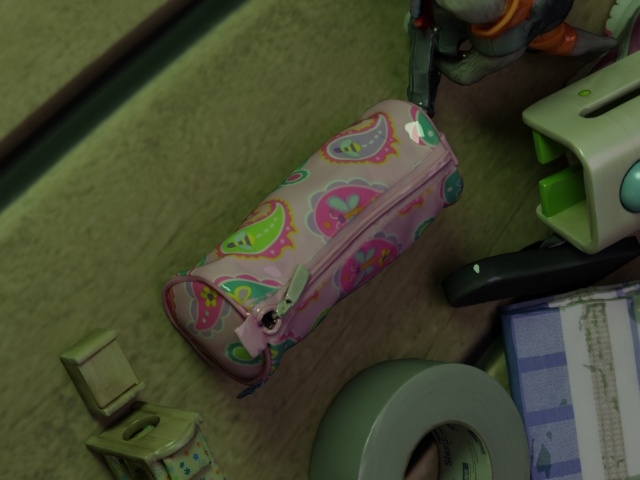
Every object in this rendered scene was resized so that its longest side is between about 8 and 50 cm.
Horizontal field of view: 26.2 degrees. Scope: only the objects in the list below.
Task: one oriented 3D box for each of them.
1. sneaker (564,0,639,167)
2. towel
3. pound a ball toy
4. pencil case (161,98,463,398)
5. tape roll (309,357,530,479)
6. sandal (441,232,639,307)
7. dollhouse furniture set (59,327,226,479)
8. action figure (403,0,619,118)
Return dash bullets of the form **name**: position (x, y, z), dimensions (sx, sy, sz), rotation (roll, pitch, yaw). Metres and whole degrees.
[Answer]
- **sneaker**: position (0.333, -0.164, 1.423), dimensions (0.103, 0.111, 0.252), rotation (39, 68, -33)
- **towel**: position (0.326, 0.140, 1.396), dimensions (0.285, 0.034, 0.209), rotation (-10, 92, -11)
- **pound a ball toy**: position (0.369, -0.082, 1.339), dimensions (0.319, 0.136, 0.208), rotation (-26, 125, -18)
- **pencil case**: position (0.000, 0.000, 1.154), dimensions (0.284, 0.124, 0.124), rotation (-42, 116, -31)
- **tape roll**: position (0.094, 0.219, 1.265), dimensions (0.219, 0.072, 0.219), rotation (0, 90, -39)
- **sandal**: position (0.226, 0.015, 1.360), dimensions (0.254, 0.097, 0.054), rotation (-5, 67, -39)
- **dollhouse furniture set**: position (-0.162, 0.188, 1.037), dimensions (0.161, 0.101, 0.182), rotation (-38, 114, -32)
- **action figure**: position (0.188, -0.282, 1.248), dimensions (0.330, 0.178, 0.341), rotation (-28, 125, -54)
